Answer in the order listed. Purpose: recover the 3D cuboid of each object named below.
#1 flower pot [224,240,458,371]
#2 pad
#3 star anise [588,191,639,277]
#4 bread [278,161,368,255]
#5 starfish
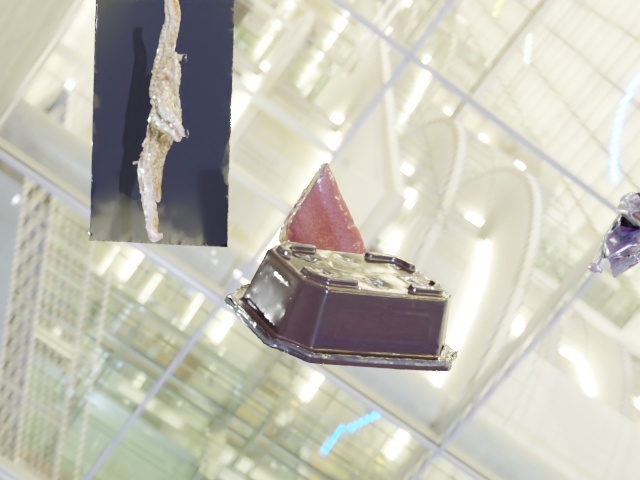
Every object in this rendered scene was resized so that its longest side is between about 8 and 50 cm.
[{"bbox_3d":[0.035,0.064,1.181,0.179,0.251,0.084,39,-64,54],"label":"flower pot"},{"bbox_3d":[-0.195,-0.177,1.375,0.007,0.248,0.367,1,-91,37],"label":"pad"},{"bbox_3d":[0.489,-0.029,1.623,0.262,0.081,0.230,-28,152,-15],"label":"star anise"},{"bbox_3d":[0.000,0.000,1.488,0.119,0.192,0.067,-24,-169,14],"label":"bread"},{"bbox_3d":[-0.171,-0.115,1.146,0.295,0.048,0.231,108,-16,-45],"label":"starfish"}]
